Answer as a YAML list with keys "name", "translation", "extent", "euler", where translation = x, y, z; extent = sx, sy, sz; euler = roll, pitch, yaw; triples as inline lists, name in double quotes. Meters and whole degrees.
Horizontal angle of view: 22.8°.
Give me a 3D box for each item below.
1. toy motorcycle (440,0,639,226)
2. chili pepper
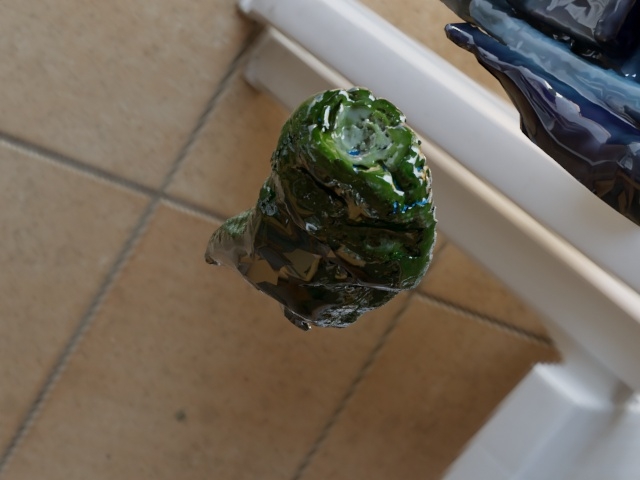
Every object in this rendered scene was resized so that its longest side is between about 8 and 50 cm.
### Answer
- name: "toy motorcycle"
  translation: [0.157, -0.074, 0.548]
  extent: [0.232, 0.416, 0.172]
  euler: [21, 98, -55]
- name: "chili pepper"
  translation: [-0.001, 0.002, 0.765]
  extent: [0.061, 0.098, 0.224]
  euler: [-60, -178, -25]
